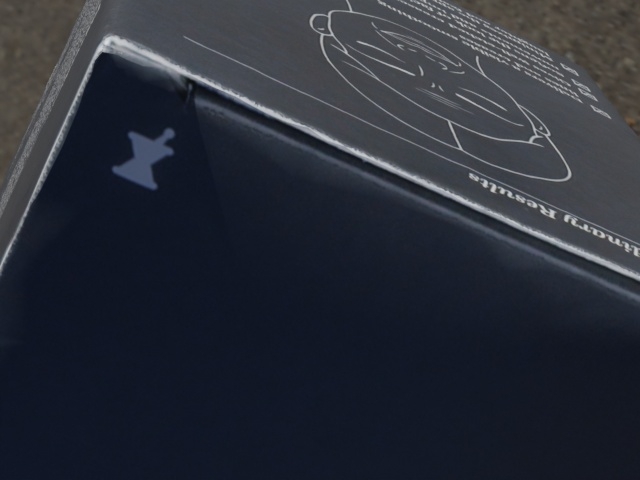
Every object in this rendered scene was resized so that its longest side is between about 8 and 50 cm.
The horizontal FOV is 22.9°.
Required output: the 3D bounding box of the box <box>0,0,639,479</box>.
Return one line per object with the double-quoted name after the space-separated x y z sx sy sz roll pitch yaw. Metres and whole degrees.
0.000 0.000 0.766 0.212 0.293 0.395 -62 13 18 "box"
